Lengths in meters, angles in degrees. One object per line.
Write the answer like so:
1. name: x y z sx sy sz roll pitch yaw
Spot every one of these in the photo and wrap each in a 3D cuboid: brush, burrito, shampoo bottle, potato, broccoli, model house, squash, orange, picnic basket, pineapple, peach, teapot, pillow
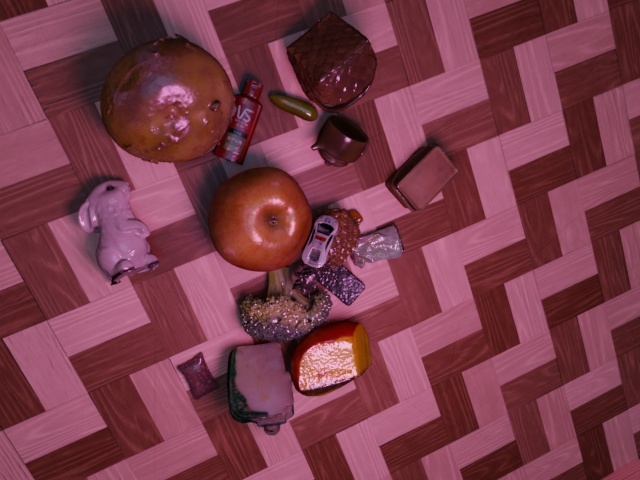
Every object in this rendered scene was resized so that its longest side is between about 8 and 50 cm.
1. brush: 0.087 0.178 1.872 0.197 0.059 0.123 41 88 -16
2. burrito: 0.231 0.028 1.867 0.229 0.089 0.144 -16 89 -10
3. shampoo bottle: -0.299 -0.446 1.664 0.118 0.076 0.314 21 95 -8
4. potato: -0.516 -0.461 1.465 0.385 0.319 0.442 44 93 -4
5. broccoli: -0.133 0.262 1.740 0.375 0.249 0.302 -7 104 -6
6. model house: -0.231 0.607 1.758 0.243 0.298 0.284 -8 140 -6
7. squash: -0.102 -0.518 1.705 0.201 0.066 0.066 21 95 -9
8. orange: 0.137 -0.084 1.836 0.086 0.062 0.086 -1 98 -11
9. picnic basket: 0.417 -0.260 1.827 0.266 0.139 0.165 -45 106 -2
10. pineapple: 0.010 0.056 1.714 0.202 0.202 0.362 38 62 -16
11. peach: 0.031 0.463 1.769 0.306 0.380 0.242 -19 85 21
12. teapot: 0.078 -0.366 1.726 0.268 0.185 0.175 2 137 -40
13. picnic basket: 0.071 -0.615 1.642 0.293 0.337 0.337 -38 106 6
14. pillow: -0.501 0.564 1.815 0.118 0.043 0.185 -26 105 -10

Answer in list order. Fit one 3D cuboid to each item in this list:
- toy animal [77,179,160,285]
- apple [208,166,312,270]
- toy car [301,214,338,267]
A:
1. toy animal: -0.743 -0.034 1.599 0.258 0.194 0.357 -23 88 16
2. apple: -0.215 -0.075 1.613 0.391 0.346 0.391 -2 97 -18
3. toy car: 0.000 0.000 1.620 0.095 0.056 0.205 20 78 6
